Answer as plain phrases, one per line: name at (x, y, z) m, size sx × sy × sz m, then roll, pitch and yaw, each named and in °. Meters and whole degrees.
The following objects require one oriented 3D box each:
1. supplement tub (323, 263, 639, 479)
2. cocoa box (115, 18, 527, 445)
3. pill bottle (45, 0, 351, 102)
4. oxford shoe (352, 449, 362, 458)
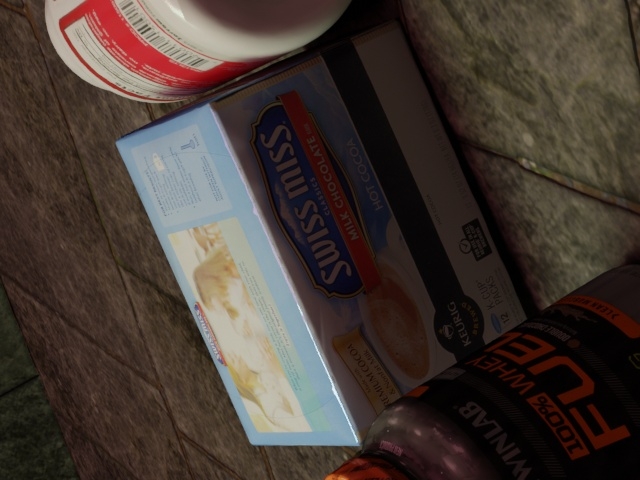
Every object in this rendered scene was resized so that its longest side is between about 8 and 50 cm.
supplement tub at (0.181, 0.178, 1.443) m, size 0.207 × 0.338 × 0.207 m, roll 45°, pitch 152°, yaw 32°
cocoa box at (0.000, 0.000, 1.709) m, size 0.231 × 0.228 × 0.347 m, roll -12°, pitch 103°, yaw 60°
pill bottle at (-0.135, -0.260, 1.727) m, size 0.229 × 0.229 × 0.407 m, roll 64°, pitch 157°, yaw -7°
oxford shoe at (0.066, 0.298, 2.146) m, size 0.096 × 0.083 × 0.227 m, roll 61°, pitch 156°, yaw 11°
